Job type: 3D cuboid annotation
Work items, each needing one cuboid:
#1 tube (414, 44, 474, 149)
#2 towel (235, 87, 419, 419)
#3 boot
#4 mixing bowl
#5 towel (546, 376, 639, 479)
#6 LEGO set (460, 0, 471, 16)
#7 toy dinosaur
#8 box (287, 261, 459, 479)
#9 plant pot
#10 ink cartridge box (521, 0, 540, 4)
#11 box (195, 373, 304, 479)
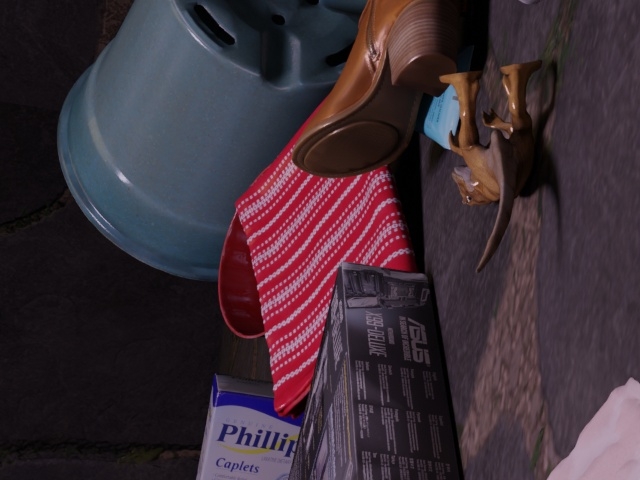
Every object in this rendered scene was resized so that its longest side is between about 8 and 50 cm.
[{"bbox_3d":[0.083,-0.120,1.329,0.207,0.052,0.080,-150,67,-76],"label":"tube"},{"bbox_3d":[0.000,0.000,1.439,0.199,0.031,0.275,-48,37,32],"label":"towel"},{"bbox_3d":[0.046,-0.149,1.295,0.197,0.073,0.152,-39,40,40],"label":"boot"},{"bbox_3d":[-0.011,0.018,1.573,0.181,0.098,0.181,-33,48,45],"label":"mixing bowl"},{"bbox_3d":[0.058,0.209,0.464,0.332,0.053,0.317,-54,10,1],"label":"towel"},{"bbox_3d":[0.095,-0.272,1.368,0.182,0.060,0.244,108,165,-66],"label":"LEGO set"},{"bbox_3d":[0.112,-0.050,0.999,0.211,0.064,0.112,-58,-40,-84],"label":"toy dinosaur"},{"bbox_3d":[0.030,0.197,1.202,0.307,0.076,0.242,-93,14,-60],"label":"box"},{"bbox_3d":[-0.092,-0.180,1.806,0.334,0.341,0.341,123,156,-55],"label":"plant pot"},{"bbox_3d":[0.038,-0.345,0.773,0.160,0.279,0.385,-40,38,37],"label":"ink cartridge box"},{"bbox_3d":[-0.060,0.220,1.704,0.072,0.126,0.137,-112,31,-79],"label":"box"}]
